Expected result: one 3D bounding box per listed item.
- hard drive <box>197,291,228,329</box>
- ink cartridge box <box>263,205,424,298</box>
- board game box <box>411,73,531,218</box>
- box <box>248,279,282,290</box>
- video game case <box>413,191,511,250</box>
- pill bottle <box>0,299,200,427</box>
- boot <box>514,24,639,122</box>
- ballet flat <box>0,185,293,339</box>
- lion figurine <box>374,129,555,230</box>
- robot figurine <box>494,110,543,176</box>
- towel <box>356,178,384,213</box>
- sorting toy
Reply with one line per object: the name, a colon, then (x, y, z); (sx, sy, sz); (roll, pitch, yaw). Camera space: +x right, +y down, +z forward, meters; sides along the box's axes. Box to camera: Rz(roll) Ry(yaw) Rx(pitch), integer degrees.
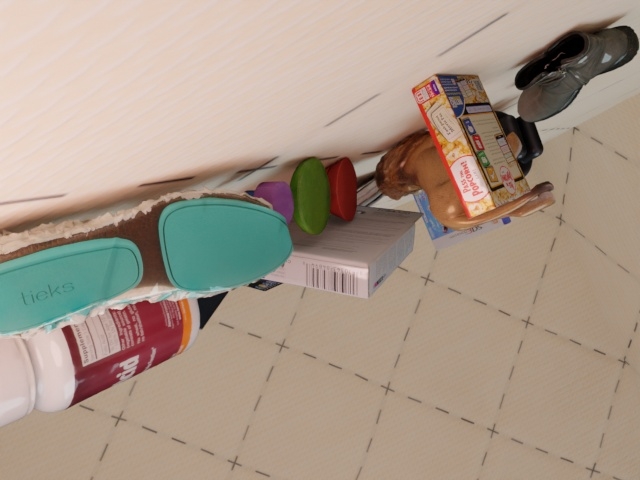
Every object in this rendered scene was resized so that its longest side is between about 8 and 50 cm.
hard drive: (-0.310, 0.127, 1.335); (0.172, 0.054, 0.255); (-56, 159, -14)
ink cartridge box: (0.000, 0.000, 1.047); (0.324, 0.071, 0.330); (8, -161, 25)
board game box: (0.219, -0.139, 0.777); (0.045, 0.193, 0.147); (-26, 175, 40)
box: (-0.189, 0.060, 1.438); (0.216, 0.060, 0.270); (18, 158, -23)
video game case: (0.414, -0.132, 1.679); (0.244, 0.269, 0.061); (-27, 174, 41)
pill bottle: (-0.439, 0.173, 1.005); (0.224, 0.224, 0.392); (-26, 176, 40)
boot: (0.378, -0.273, 0.911); (0.161, 0.083, 0.246); (-14, 168, -26)
ballet flat: (-0.230, 0.008, 0.677); (0.409, 0.147, 0.147); (-11, 170, -38)
lion figurine: (0.234, -0.112, 0.995); (0.240, 0.142, 0.392); (-30, -157, 8)
robot figurine: (0.370, -0.194, 1.268); (0.278, 0.209, 0.173); (-29, -144, 58)
towel: (0.049, -0.063, 1.484); (0.332, 0.053, 0.317); (-37, -177, -29)
sorting toy: (-0.050, -0.077, 0.949); (0.126, 0.127, 0.365); (0, -170, 24)
